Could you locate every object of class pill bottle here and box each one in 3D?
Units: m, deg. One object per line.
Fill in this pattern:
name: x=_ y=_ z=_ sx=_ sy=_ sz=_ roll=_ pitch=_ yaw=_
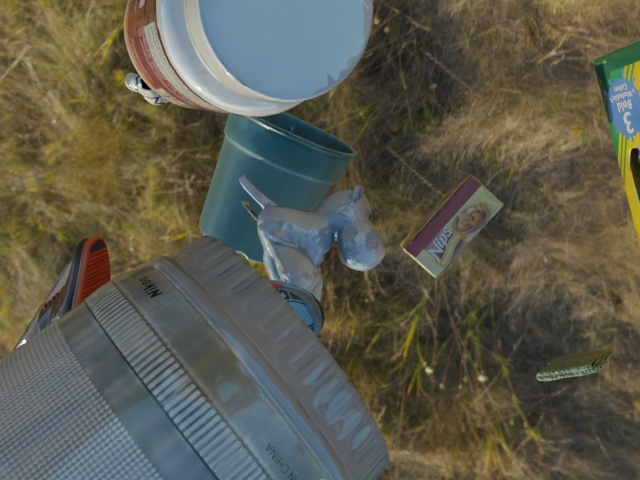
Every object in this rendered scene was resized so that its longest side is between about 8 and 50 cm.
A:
pill bottle: x=-0.108 y=-0.271 z=0.829 sx=0.224 sy=0.224 sz=0.392 roll=52 pitch=169 yaw=-25

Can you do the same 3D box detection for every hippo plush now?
hippo plush: x=0.000 y=0.000 z=1.380 sx=0.234 sy=0.237 sz=0.294 roll=97 pitch=149 yaw=-67

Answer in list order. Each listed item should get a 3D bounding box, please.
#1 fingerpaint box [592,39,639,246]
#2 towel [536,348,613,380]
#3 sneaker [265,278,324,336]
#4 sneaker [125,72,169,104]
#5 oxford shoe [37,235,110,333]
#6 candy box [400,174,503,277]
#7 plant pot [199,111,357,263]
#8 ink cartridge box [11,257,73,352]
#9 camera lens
fingerpaint box: x=0.572 y=-0.119 z=0.843 sx=0.163 sy=0.445 sz=0.371 roll=-17 pitch=95 yaw=-8
towel: x=0.552 y=0.272 z=1.443 sx=0.148 sy=0.110 sz=0.027 roll=-23 pitch=86 yaw=43
sneaker: x=-0.123 y=0.111 z=0.745 sx=0.262 sy=0.125 sz=0.104 roll=-6 pitch=98 yaw=-2
sneaker: x=-0.330 y=-0.294 z=1.304 sx=0.044 sy=0.040 sz=0.109 roll=11 pitch=176 yaw=34
oxford shoe: x=-0.429 y=0.111 z=1.123 sx=0.098 sy=0.097 sz=0.271 roll=20 pitch=104 yaw=10
candy box: x=0.253 y=-0.028 z=1.342 sx=0.087 sy=0.316 sz=0.183 roll=41 pitch=95 yaw=3
plant pot: x=-0.130 y=-0.139 z=1.669 sx=0.341 sy=0.341 sz=0.334 roll=25 pitch=104 yaw=1
ink cartridge box: x=-0.520 y=0.133 z=1.296 sx=0.046 sy=0.207 sz=0.097 roll=34 pitch=138 yaw=-19
camera lens: x=-0.123 y=0.155 z=0.411 sx=0.219 sy=0.274 sz=0.219 roll=46 pitch=162 yaw=20
